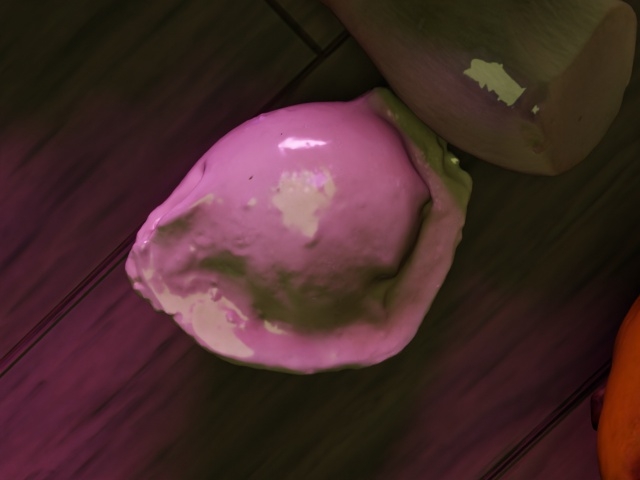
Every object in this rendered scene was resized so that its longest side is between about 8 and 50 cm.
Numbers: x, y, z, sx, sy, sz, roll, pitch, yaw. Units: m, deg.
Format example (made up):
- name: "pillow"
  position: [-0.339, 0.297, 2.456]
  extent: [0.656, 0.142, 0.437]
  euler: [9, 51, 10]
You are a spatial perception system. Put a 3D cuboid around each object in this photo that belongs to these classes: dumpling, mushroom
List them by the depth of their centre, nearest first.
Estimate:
- name: "dumpling"
  position: [-0.002, 0.001, 0.964]
  extent: [0.181, 0.111, 0.155]
  euler: [-34, 94, 9]
- name: "mushroom"
  position: [0.066, -0.121, 0.965]
  extent: [0.225, 0.093, 0.116]
  euler: [28, 87, 3]

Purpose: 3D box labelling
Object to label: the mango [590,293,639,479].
- name: "mango"
  position: [0.358, 0.071, 0.911]
  extent: [0.445, 0.220, 0.301]
  euler: [-21, 61, 2]
